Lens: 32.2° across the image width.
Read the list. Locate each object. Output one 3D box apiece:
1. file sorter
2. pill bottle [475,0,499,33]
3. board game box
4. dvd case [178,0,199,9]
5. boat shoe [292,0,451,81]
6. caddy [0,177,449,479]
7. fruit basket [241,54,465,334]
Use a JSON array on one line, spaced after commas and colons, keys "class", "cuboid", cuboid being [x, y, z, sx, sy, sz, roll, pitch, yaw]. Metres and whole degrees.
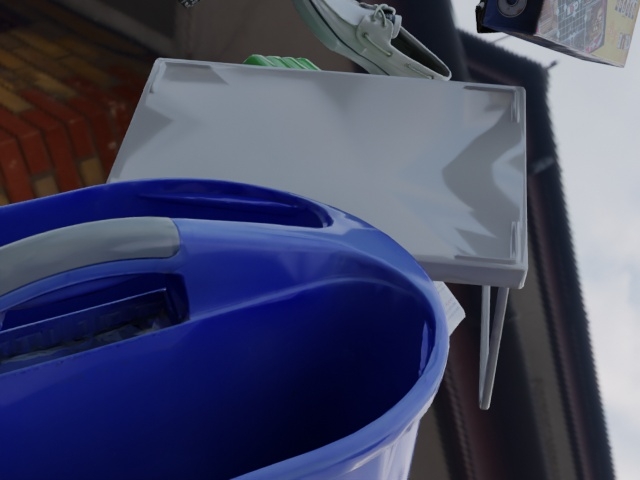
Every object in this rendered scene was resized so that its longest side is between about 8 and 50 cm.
[{"class": "file sorter", "cuboid": [0.000, 0.000, 0.815, 0.278, 0.192, 0.173, 6, -46, 5]}, {"class": "pill bottle", "cuboid": [0.185, -0.305, 1.023, 0.123, 0.123, 0.219, 5, -75, 41]}, {"class": "board game box", "cuboid": [0.199, -0.223, 0.828, 0.042, 0.243, 0.165, 17, -80, 27]}, {"class": "dvd case", "cuboid": [-0.152, -0.318, 1.253, 0.087, 0.119, 0.013, -28, -122, 18]}, {"class": "boat shoe", "cuboid": [0.067, -0.253, 1.338, 0.226, 0.083, 0.076, 34, -48, -31]}, {"class": "caddy", "cuboid": [-0.107, 0.072, 0.493, 0.241, 0.341, 0.179, 42, -43, 45]}, {"class": "fruit basket", "cuboid": [0.013, -0.023, 1.170, 0.165, 0.327, 0.353, -32, -91, 18]}]
